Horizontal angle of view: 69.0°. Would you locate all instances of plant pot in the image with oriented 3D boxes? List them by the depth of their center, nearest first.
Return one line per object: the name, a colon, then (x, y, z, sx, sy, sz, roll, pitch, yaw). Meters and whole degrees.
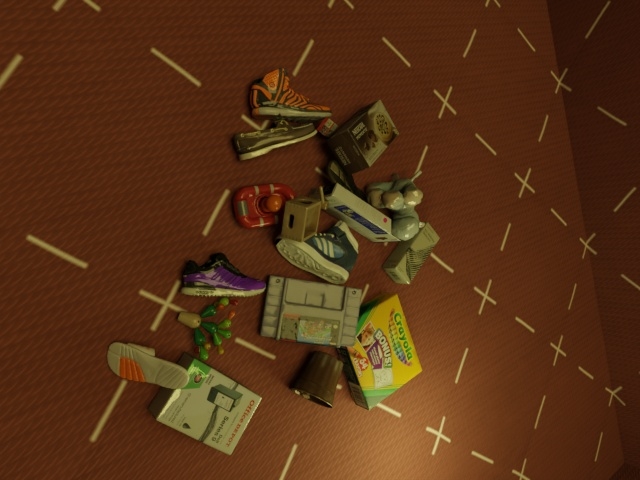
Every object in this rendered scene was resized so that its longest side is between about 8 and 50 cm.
plant pot: (-0.002, 0.511, 1.737, 0.167, 0.167, 0.165, 38, 61, -26)

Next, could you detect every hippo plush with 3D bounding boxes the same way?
hippo plush: (0.315, -0.128, 1.950, 0.294, 0.235, 0.236, -69, 153, -62)

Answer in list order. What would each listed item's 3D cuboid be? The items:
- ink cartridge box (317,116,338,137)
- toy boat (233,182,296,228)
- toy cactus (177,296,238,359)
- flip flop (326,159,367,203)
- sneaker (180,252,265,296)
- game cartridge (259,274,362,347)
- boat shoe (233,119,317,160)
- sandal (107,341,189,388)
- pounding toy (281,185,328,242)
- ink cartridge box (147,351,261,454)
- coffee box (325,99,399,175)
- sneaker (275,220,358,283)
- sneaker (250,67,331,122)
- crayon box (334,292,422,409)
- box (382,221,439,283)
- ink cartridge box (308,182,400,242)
ink cartridge box: (0.027, -0.432, 1.787, 0.029, 0.115, 0.063, 41, 102, 8)
toy boat: (-0.181, -0.126, 1.632, 0.231, 0.151, 0.150, -12, 96, -32)
toy cactus: (-0.380, 0.277, 1.545, 0.181, 0.112, 0.218, 23, 79, -11)
flip flop: (0.099, -0.202, 1.858, 0.277, 0.080, 0.112, 46, 50, -39)
sneaker: (-0.317, 0.114, 1.570, 0.294, 0.102, 0.146, 5, 86, -32)
game cartridge: (-0.032, 0.265, 1.710, 0.355, 0.068, 0.230, 9, 79, -12)
boat shoe: (-0.158, -0.380, 1.677, 0.325, 0.117, 0.096, -25, 105, -24)
sandal: (-0.520, 0.383, 1.427, 0.266, 0.076, 0.101, 19, 98, 3)
pounding toy: (-0.051, -0.114, 1.647, 0.206, 0.094, 0.180, -34, 137, -62)
ink cartridge box: (-0.369, 0.530, 1.517, 0.289, 0.122, 0.211, 39, 69, -26)
coffee box: (0.172, -0.408, 1.838, 0.168, 0.119, 0.297, 57, 46, -18)
sneaker: (0.001, 0.000, 1.780, 0.323, 0.130, 0.236, 31, 54, -15)
sneaker: (-0.102, -0.534, 1.707, 0.321, 0.125, 0.179, -4, 92, -32)
crayon box: (0.229, 0.443, 1.904, 0.313, 0.106, 0.362, -25, 101, -30)
box: (0.395, 0.053, 2.026, 0.113, 0.094, 0.275, 47, 67, -23)
ink cartridge box: (0.141, -0.099, 1.820, 0.371, 0.176, 0.069, 33, 71, -28)
